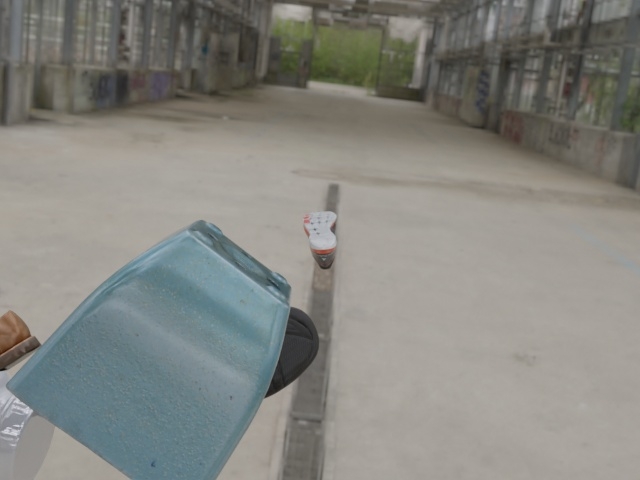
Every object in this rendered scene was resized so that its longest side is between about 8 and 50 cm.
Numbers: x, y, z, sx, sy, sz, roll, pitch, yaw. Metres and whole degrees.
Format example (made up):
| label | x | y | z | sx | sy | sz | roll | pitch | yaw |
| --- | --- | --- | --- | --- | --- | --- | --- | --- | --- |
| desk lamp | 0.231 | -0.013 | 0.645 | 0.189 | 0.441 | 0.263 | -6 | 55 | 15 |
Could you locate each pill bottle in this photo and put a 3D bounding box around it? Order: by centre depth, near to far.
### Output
| label | x | y | z | sx | sy | sz | roll | pitch | yaw |
| --- | --- | --- | --- | --- | --- | --- | --- | --- | --- |
| pill bottle | -0.574 | 0.254 | 1.290 | 0.334 | 0.188 | 0.188 | 13 | 11 | 4 |

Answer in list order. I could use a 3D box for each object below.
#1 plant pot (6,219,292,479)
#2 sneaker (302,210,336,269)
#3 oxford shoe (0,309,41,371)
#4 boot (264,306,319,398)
| label | x | y | z | sx | sy | sz | roll | pitch | yaw |
| --- | --- | --- | --- | --- | --- | --- | --- | --- | --- |
| plant pot | -0.164 | 0.118 | 1.046 | 0.248 | 0.252 | 0.247 | 38 | 4 | -4 |
| sneaker | 0.000 | 0.000 | 1.546 | 0.061 | 0.065 | 0.158 | -3 | 27 | 3 |
| oxford shoe | -0.480 | 0.167 | 1.156 | 0.212 | 0.076 | 0.076 | -34 | -1 | -15 |
| boot | -0.214 | 0.212 | 1.381 | 0.377 | 0.138 | 0.284 | -26 | 5 | -27 |
